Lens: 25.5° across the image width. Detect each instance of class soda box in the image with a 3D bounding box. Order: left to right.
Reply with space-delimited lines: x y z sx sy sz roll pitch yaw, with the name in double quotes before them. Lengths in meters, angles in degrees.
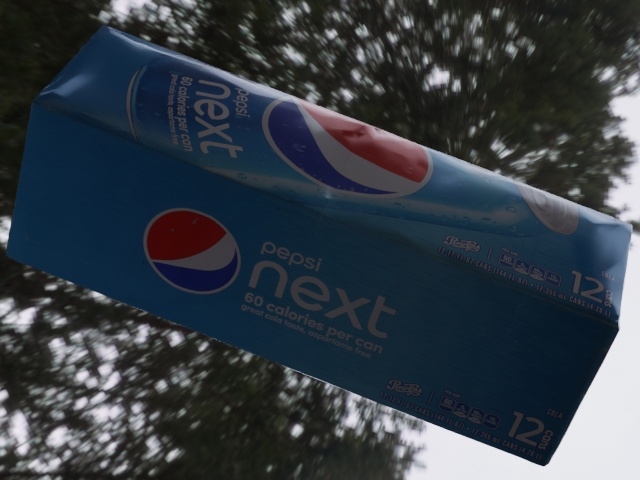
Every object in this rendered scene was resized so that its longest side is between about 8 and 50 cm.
"soda box" 0.000 0.000 0.508 0.210 0.067 0.071 21 -54 2
